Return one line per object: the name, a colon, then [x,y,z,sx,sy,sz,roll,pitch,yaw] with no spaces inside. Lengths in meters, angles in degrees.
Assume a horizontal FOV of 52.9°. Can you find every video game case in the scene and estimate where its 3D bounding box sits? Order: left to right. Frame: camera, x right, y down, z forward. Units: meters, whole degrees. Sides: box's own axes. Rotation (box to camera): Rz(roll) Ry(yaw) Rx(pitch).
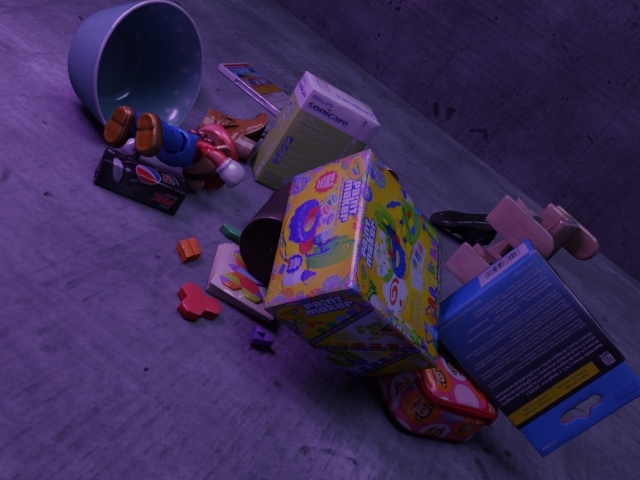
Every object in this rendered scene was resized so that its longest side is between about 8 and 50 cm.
video game case: [-0.192,-0.508,2.182,0.285,0.025,0.204,40,25,6]

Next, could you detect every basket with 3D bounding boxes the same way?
basket: [-0.059,-0.015,1.290,0.204,0.154,0.227,20,22,14]

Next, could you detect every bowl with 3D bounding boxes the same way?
bowl: [-0.418,-0.375,1.393,0.163,0.311,0.311,24,18,25]

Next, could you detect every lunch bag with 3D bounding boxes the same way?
lunch bag: [0.221,0.255,1.282,0.258,0.120,0.293,23,29,-35]

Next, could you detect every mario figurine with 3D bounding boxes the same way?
mario figurine: [-0.288,-0.164,1.330,0.198,0.170,0.320,56,20,21]

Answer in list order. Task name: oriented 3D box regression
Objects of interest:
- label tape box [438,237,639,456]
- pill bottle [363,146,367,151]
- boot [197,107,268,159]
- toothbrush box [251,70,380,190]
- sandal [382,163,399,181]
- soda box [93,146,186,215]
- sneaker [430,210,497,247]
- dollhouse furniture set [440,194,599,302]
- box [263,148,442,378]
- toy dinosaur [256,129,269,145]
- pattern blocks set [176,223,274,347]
label tape box: [0.404,0.202,1.218,0.333,0.241,0.106,49,15,-4]
pill bottle: [0.040,-0.313,2.006,0.246,0.136,0.136,-1,44,-53]
boot: [-0.226,-0.307,1.692,0.152,0.073,0.197,27,41,-6]
toothbrush box: [-0.018,-0.249,1.645,0.206,0.283,0.122,23,28,-25]
sandal: [0.223,-0.191,2.100,0.102,0.076,0.265,8,37,-46]
soda box: [-0.347,-0.114,1.247,0.169,0.060,0.053,23,29,-27]
sneaker: [0.475,-0.029,2.151,0.228,0.130,0.087,6,33,0]
dollhouse furniture set: [0.445,0.131,1.435,0.362,0.394,0.256,2,42,-54]
box: [0.075,0.049,1.148,0.279,0.177,0.290,45,42,-38]
toy dinosaur: [-0.016,-0.247,1.828,0.313,0.121,0.160,37,-18,-32]
pattern blocks set: [-0.140,0.076,1.223,0.285,0.026,0.325,26,26,-22]
